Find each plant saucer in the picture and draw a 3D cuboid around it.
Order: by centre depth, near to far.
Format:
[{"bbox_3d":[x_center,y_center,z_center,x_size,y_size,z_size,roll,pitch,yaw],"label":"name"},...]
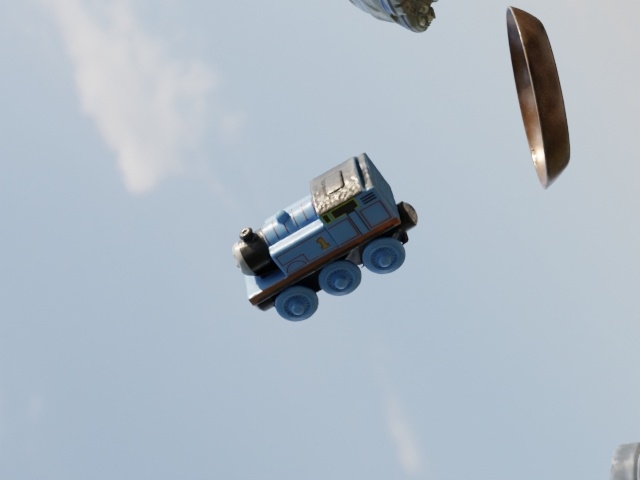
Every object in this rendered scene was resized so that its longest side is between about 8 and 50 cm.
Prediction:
[{"bbox_3d":[0.197,-0.130,1.698,0.168,0.029,0.168,-11,-90,-87],"label":"plant saucer"}]

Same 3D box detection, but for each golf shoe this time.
[{"bbox_3d":[0.015,-0.209,1.301,0.069,0.086,0.176,-58,-44,-22],"label":"golf shoe"}]

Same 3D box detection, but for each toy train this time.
[{"bbox_3d":[0.000,0.000,1.805,0.105,0.184,0.080,53,-165,-32],"label":"toy train"}]

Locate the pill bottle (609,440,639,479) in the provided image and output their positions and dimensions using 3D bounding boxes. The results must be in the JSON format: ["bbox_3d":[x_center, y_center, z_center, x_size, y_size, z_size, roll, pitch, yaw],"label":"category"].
[{"bbox_3d":[0.384,0.220,1.736,0.124,0.221,0.124,31,-125,-57],"label":"pill bottle"}]
